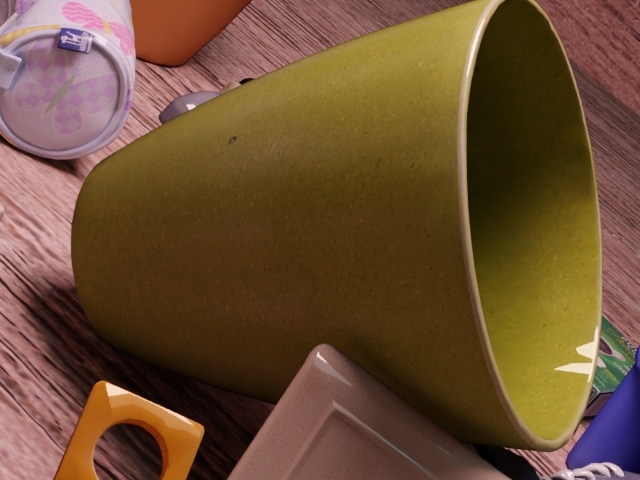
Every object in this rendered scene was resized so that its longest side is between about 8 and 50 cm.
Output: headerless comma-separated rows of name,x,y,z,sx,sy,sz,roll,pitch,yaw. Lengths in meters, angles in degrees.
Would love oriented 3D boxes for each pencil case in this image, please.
pencil case,-0.219,-0.169,1.299,0.124,0.113,0.273,10,26,-12

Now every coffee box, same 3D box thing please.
coffee box,0.264,0.122,1.527,0.113,0.040,0.184,46,22,27

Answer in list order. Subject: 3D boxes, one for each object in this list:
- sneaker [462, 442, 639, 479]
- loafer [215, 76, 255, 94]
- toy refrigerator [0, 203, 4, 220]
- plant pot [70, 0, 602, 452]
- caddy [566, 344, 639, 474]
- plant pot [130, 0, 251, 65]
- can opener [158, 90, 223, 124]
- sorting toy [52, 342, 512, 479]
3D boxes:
sneaker,0.132,0.178,1.039,0.236,0.130,0.323,41,25,4
loafer,-0.085,-0.126,1.511,0.056,0.050,0.148,31,20,-12
toy refrigerator,-0.320,-0.060,0.892,0.269,0.102,0.094,42,20,15
plant pot,0.000,0.000,0.987,0.293,0.275,0.275,-5,4,24
caddy,0.382,0.205,1.323,0.341,0.179,0.241,23,22,-32
plant pot,-0.168,-0.316,1.587,0.291,0.203,0.291,31,19,-12
can opener,-0.064,-0.073,1.374,0.074,0.093,0.280,52,18,13
sorting toy,0.016,0.181,0.831,0.348,0.196,0.047,38,-24,-9
